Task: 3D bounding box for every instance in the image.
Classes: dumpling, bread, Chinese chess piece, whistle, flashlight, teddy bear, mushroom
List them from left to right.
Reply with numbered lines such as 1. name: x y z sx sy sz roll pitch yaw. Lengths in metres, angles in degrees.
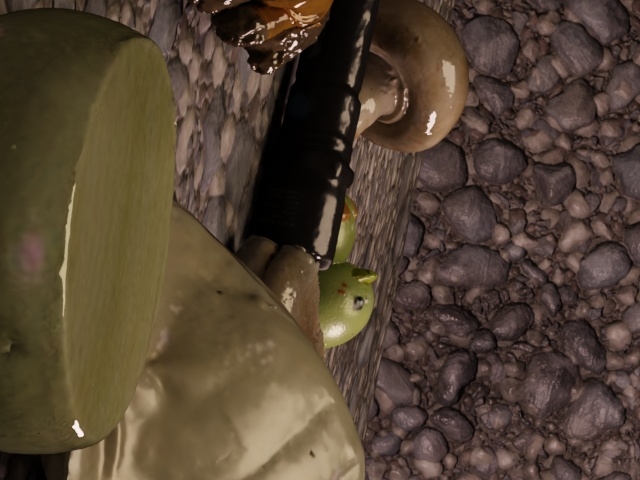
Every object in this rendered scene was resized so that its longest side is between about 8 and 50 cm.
1. Chinese chess piece: -0.155 -0.005 0.883 0.250 0.101 0.250 8 90 -82
2. dumpling: -0.100 0.172 1.159 0.315 0.233 0.395 -49 136 -66
3. bread: -0.062 0.148 1.719 0.337 0.102 0.183 87 17 -56
4. teddy bear: -0.036 -0.229 1.314 0.190 0.140 0.177 102 0 -69
5. whistle: 0.009 0.003 1.873 0.141 0.141 0.294 -35 135 -77
6. flashlight: 0.010 -0.179 1.753 0.103 0.103 0.424 52 49 -78
7. mushroom: 0.070 -0.190 1.880 0.204 0.204 0.204 12 90 -81
